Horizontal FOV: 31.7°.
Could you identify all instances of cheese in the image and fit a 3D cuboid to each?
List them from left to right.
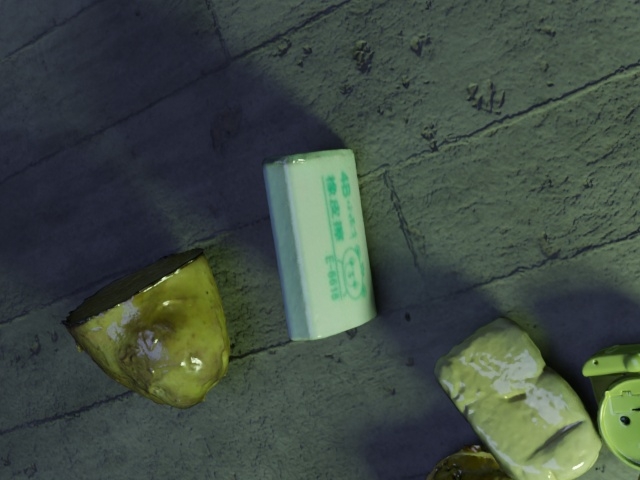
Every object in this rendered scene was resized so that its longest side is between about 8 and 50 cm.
[{"bbox_3d":[0.301,0.249,1.691,0.159,0.093,0.263,-39,72,9],"label":"cheese"}]

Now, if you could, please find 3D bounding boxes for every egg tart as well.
[{"bbox_3d":[0.271,0.452,1.764,0.278,0.095,0.279,6,102,31],"label":"egg tart"}]

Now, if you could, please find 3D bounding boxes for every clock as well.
[{"bbox_3d":[0.475,0.262,1.604,0.170,0.069,0.232,-10,93,35],"label":"clock"}]

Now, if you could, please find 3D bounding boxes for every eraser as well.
[{"bbox_3d":[0.000,0.000,1.809,0.104,0.189,0.290,-6,96,31],"label":"eraser"}]

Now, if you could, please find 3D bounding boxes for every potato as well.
[{"bbox_3d":[-0.284,0.180,2.015,0.300,0.289,0.237,-28,101,-1],"label":"potato"}]
